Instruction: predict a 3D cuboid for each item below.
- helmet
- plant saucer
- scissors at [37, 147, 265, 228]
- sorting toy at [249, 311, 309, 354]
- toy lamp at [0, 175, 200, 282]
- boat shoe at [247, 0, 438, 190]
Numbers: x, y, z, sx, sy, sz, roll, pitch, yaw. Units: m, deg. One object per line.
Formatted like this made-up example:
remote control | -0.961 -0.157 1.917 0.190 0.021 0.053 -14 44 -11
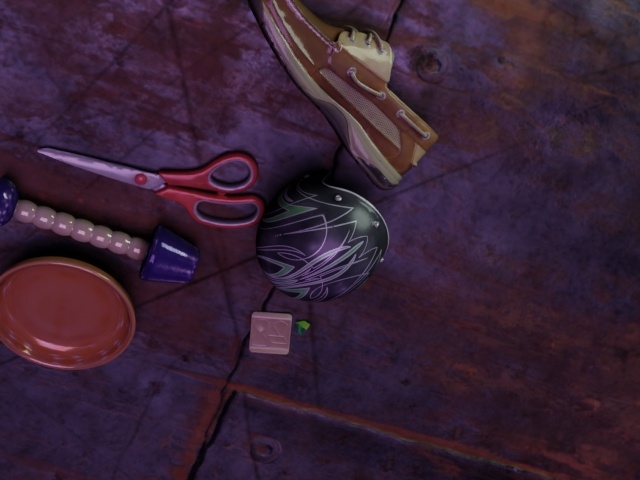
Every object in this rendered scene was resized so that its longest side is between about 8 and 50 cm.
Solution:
helmet | 0.000 0.000 1.450 0.169 0.161 0.169 -4 114 -9
plant saucer | -0.346 0.093 1.511 0.200 0.037 0.200 0 130 1
scissors | -0.219 -0.068 1.476 0.297 0.021 0.109 1 117 -8
sorting toy | -0.058 0.131 1.592 0.083 0.012 0.062 4 110 -4
toy lamp | -0.293 -0.009 1.467 0.274 0.080 0.080 20 112 -14
boat shoe | 0.032 -0.210 1.390 0.120 0.122 0.324 -36 122 6
